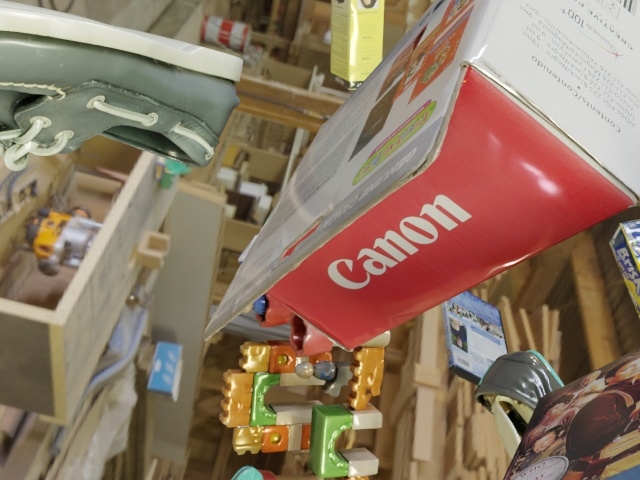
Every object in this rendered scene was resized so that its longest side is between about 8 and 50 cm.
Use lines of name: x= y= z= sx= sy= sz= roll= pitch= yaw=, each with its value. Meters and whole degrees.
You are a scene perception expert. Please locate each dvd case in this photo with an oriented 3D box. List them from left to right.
dvd case: x=0.339 y=0.213 z=1.499 sx=0.022 sy=0.180 sz=0.253 roll=-45 pitch=-153 yaw=34

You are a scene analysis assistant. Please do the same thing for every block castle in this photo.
block castle: x=-0.046 y=0.312 z=1.221 sx=0.303 sy=0.213 sz=0.453 roll=-160 pitch=-106 yaw=-68

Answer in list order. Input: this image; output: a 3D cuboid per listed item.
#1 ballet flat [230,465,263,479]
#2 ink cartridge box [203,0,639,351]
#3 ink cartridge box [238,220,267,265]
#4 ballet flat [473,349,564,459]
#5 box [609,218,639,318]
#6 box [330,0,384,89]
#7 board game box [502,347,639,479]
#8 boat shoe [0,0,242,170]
ballet flat: x=-0.131 y=0.461 z=1.022 sx=0.083 sy=0.087 sz=0.247 roll=24 pitch=94 yaw=-48
ink cartridge box: x=0.072 y=-0.042 z=0.504 sx=0.309 sy=0.130 sz=0.272 roll=-39 pitch=-161 yaw=53
ink cartridge box: x=0.000 y=0.000 z=1.565 sx=0.151 sy=0.395 sz=0.270 roll=63 pitch=36 yaw=-25
ballet flat: x=0.258 y=0.237 z=0.692 sx=0.280 sy=0.096 sz=0.095 roll=50 pitch=-28 yaw=32
box: x=0.437 y=0.056 z=0.897 sx=0.059 sy=0.054 sz=0.169 roll=78 pitch=1 yaw=-61
box: x=0.055 y=-0.352 z=1.045 sx=0.087 sy=0.058 sz=0.232 roll=-131 pitch=-143 yaw=-61
board game box: x=0.207 y=0.073 z=0.340 sx=0.243 sy=0.042 sz=0.165 roll=-38 pitch=172 yaw=28
boat shoe: x=-0.155 y=-0.088 z=0.426 sx=0.319 sy=0.116 sz=0.099 roll=-16 pitch=121 yaw=-64
